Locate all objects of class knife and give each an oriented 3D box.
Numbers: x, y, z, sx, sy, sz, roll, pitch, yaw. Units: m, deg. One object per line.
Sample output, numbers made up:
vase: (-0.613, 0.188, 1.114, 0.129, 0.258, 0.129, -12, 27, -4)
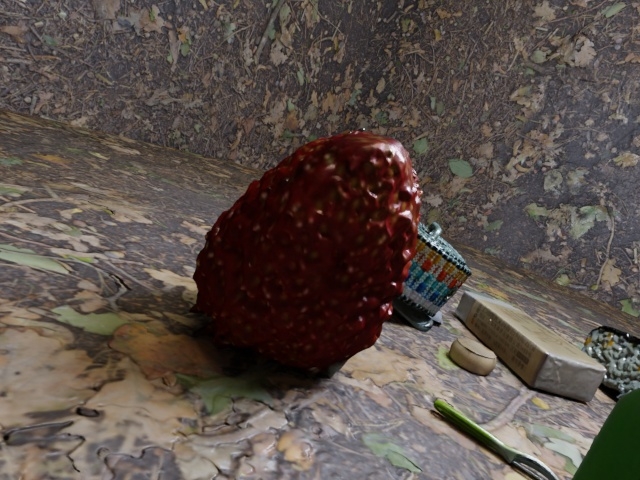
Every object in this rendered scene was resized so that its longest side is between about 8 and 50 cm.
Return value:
knife: (0.223, 0.256, 0.605, 0.184, 0.022, 0.026, 28, 39, 33)

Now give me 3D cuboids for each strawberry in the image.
strawberry: (-0.001, -0.001, 0.635, 0.292, 0.344, 0.292, 28, 24, -14)

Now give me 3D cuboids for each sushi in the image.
sushi: (0.658, 0.268, 1.014, 0.126, 0.136, 0.225, 28, 6, -3)

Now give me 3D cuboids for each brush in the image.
brush: (0.108, 0.110, 1.045, 0.296, 0.060, 0.068, 38, 34, 21)

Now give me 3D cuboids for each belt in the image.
belt: (0.216, 0.035, 1.057, 0.206, 0.161, 0.295, 37, 11, 5)

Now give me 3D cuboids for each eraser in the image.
eraser: (0.425, 0.210, 1.033, 0.144, 0.078, 0.343, 18, 10, -12)

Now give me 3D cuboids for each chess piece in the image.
chess piece: (0.277, 0.210, 0.879, 0.083, 0.038, 0.084, 19, 9, -3)

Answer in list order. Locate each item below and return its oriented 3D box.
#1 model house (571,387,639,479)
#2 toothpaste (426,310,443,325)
model house: (0.301, 0.268, 0.224, 0.312, 0.243, 0.357, 22, 7, -31)
toothpaste: (0.153, 0.109, 1.110, 0.282, 0.069, 0.099, 28, 40, 10)
